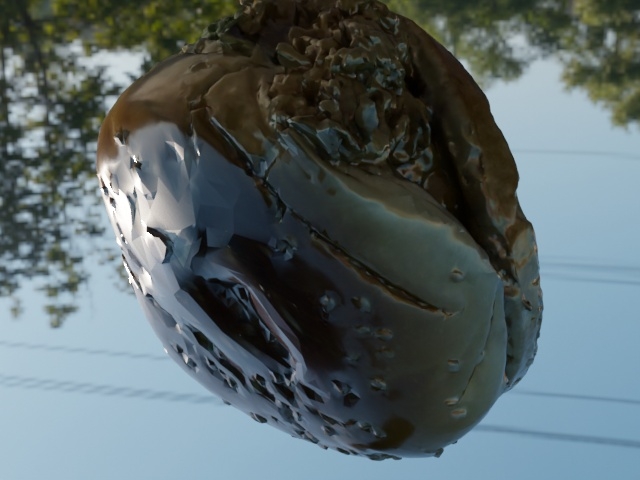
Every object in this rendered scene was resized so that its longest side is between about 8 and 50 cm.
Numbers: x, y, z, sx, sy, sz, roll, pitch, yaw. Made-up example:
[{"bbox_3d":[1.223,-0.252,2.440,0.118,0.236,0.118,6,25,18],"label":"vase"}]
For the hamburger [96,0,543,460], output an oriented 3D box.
[{"bbox_3d":[0.000,0.000,0.561,0.146,0.243,0.286,-40,173,-32],"label":"hamburger"}]
